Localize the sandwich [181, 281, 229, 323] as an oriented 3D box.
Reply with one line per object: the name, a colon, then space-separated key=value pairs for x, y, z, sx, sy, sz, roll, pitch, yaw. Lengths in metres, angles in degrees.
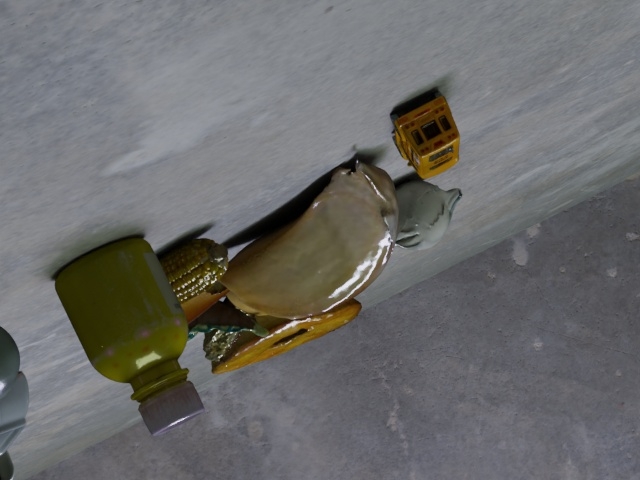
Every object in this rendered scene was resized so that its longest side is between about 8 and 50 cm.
sandwich: x=-0.199 y=0.087 z=1.980 sx=0.162 sy=0.058 sz=0.193 roll=-28 pitch=169 yaw=4

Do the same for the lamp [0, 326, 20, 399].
lamp: x=-0.389 y=0.138 z=1.545 sx=0.105 sy=0.105 sz=0.105 roll=-26 pitch=172 yaw=-4

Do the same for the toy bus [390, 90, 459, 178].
toy bus: x=0.131 y=-0.122 z=1.666 sx=0.070 sy=0.074 sz=0.162 roll=-28 pitch=171 yaw=0

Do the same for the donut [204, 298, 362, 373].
donut: x=-0.079 y=0.143 z=2.548 sx=0.303 sy=0.110 sz=0.303 roll=-24 pitch=171 yaw=-4

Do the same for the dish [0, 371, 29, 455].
dish: x=-0.522 y=0.285 z=2.032 sx=0.151 sy=0.077 sz=0.212 roll=-47 pitch=162 yaw=31

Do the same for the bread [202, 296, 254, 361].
bread: x=-0.134 y=0.115 z=2.280 sx=0.136 sy=0.054 sz=0.154 roll=-44 pitch=-162 yaw=43

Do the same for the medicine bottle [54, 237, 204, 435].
medicine bottle: x=-0.208 y=0.114 z=1.578 sx=0.122 sy=0.212 sz=0.122 roll=-26 pitch=172 yaw=-4

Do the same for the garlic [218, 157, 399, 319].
garlic: x=0.017 y=-0.005 z=1.853 sx=0.196 sy=0.151 sz=0.338 roll=-1 pitch=154 yaw=-44

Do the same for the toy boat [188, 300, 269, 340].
toy boat: x=-0.206 y=0.147 z=2.225 sx=0.293 sy=0.099 sz=0.108 roll=-23 pitch=177 yaw=36

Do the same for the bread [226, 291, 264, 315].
bread: x=-0.056 y=0.056 z=2.145 sx=0.173 sy=0.085 sz=0.134 roll=-33 pitch=169 yaw=35

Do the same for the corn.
corn: x=-0.201 y=0.057 z=1.763 sx=0.207 sy=0.068 sz=0.068 roll=-28 pitch=172 yaw=26

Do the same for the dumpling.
dumpling: x=0.132 y=-0.039 z=2.128 sx=0.127 sy=0.108 sz=0.188 roll=1 pitch=-149 yaw=47

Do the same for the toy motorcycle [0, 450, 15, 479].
toy motorcycle: x=-0.561 y=0.361 z=2.215 sx=0.091 sy=0.157 sz=0.263 roll=-26 pitch=170 yaw=7
